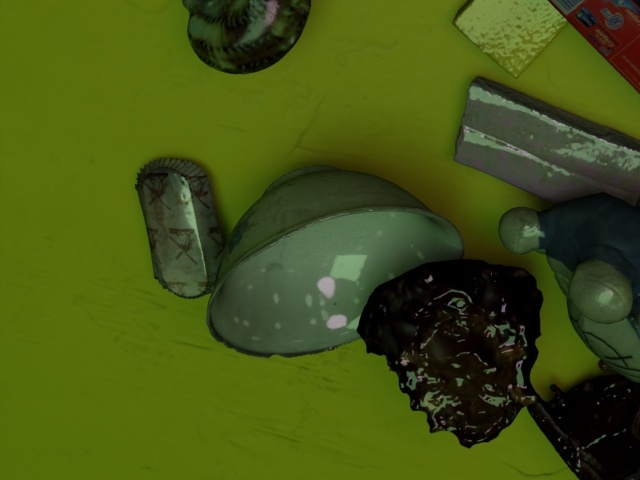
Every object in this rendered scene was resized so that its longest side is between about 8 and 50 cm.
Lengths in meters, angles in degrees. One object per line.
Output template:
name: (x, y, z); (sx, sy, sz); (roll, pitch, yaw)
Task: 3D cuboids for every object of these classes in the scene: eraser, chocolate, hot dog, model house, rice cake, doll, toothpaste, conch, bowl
eraser: (0.220, -0.253, 1.191); (0.097, 0.045, 0.122); (41, 119, -6)
chocolate: (0.164, 0.147, 1.284); (0.224, 0.177, 0.206); (-27, 142, 24)
hot dog: (-0.176, -0.013, 1.417); (0.108, 0.059, 0.191); (-4, 112, 15)
model house: (0.382, 0.246, 1.369); (0.164, 0.141, 0.203); (-37, 123, 8)
rice cake: (0.294, -0.087, 1.251); (0.297, 0.050, 0.106); (22, 120, 4)
doll: (0.330, 0.060, 1.230); (0.154, 0.228, 0.258); (-38, 128, -9)
toothpaste: (0.349, -0.186, 1.141); (0.320, 0.076, 0.066); (41, 118, -17)
conch: (-0.093, -0.278, 1.229); (0.187, 0.124, 0.181); (43, 131, 19)
bowl: (0.000, 0.000, 1.303); (0.313, 0.146, 0.313); (-15, 151, -8)
